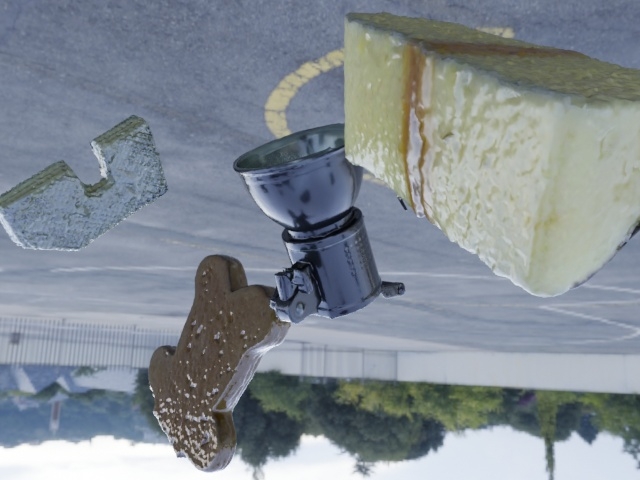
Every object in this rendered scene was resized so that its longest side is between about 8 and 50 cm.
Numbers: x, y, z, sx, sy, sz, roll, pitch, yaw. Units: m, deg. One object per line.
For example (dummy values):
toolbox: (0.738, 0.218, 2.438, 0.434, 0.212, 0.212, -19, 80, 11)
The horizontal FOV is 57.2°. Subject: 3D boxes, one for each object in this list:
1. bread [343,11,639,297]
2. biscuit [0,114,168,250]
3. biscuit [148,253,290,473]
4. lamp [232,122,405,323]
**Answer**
bread: (0.113, -0.092, 0.419, 0.141, 0.178, 0.266, 28, -171, -37)
biscuit: (-0.339, -0.070, 0.863, 0.046, 0.250, 0.147, 33, 145, 26)
biscuit: (-0.220, 0.238, 1.210, 0.076, 0.394, 0.368, 18, -173, -39)
lamp: (0.000, 0.000, 0.671, 0.147, 0.228, 0.172, 2, -152, 41)
